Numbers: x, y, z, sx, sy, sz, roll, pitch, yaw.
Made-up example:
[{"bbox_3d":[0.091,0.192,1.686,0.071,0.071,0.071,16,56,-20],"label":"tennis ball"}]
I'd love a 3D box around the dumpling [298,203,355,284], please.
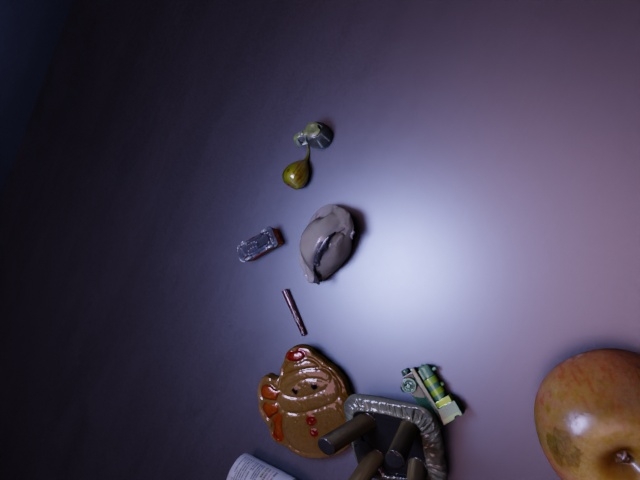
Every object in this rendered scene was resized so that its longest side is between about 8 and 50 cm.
[{"bbox_3d":[-0.005,0.006,1.674,0.204,0.163,0.292,41,117,18],"label":"dumpling"}]

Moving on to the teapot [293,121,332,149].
[{"bbox_3d":[-0.026,-0.359,1.727,0.124,0.091,0.092,-47,68,6],"label":"teapot"}]

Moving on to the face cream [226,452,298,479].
[{"bbox_3d":[-0.136,0.872,1.709,0.370,0.145,0.145,15,95,26],"label":"face cream"}]

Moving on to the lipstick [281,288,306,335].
[{"bbox_3d":[-0.092,0.255,1.778,0.027,0.027,0.176,-31,75,22],"label":"lipstick"}]

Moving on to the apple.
[{"bbox_3d":[0.701,0.446,1.199,0.364,0.364,0.363,-1,87,27],"label":"apple"}]

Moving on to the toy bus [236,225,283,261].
[{"bbox_3d":[-0.220,0.019,1.823,0.174,0.077,0.079,-29,75,24],"label":"toy bus"}]

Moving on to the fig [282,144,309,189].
[{"bbox_3d":[-0.075,-0.263,1.756,0.093,0.093,0.166,25,99,26],"label":"fig"}]

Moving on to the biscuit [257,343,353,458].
[{"bbox_3d":[-0.042,0.542,1.686,0.359,0.074,0.380,-15,91,15],"label":"biscuit"}]

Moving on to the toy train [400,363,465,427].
[{"bbox_3d":[0.334,0.469,1.528,0.132,0.083,0.200,-33,73,10],"label":"toy train"}]

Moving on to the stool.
[{"bbox_3d":[0.182,0.644,1.460,0.311,0.226,0.310,-4,108,34],"label":"stool"}]
